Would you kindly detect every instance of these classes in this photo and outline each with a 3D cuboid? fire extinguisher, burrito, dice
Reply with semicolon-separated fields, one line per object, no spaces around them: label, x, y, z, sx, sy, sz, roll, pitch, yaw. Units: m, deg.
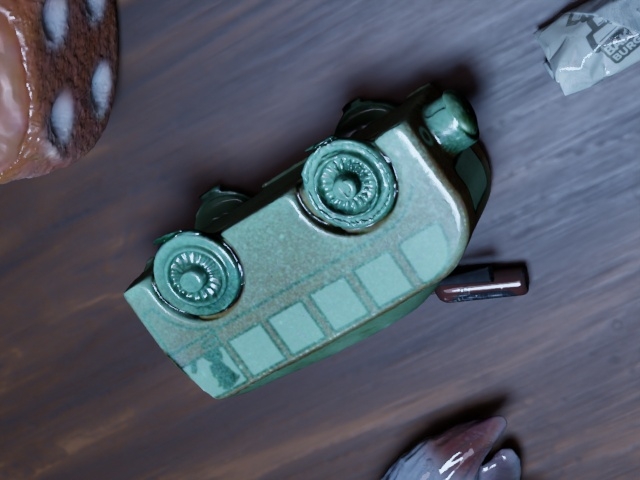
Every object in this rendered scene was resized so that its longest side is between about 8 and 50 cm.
fire extinguisher;0.117;0.036;1.244;0.100;0.046;0.032;-6;97;15
burrito;0.250;-0.169;1.121;0.203;0.064;0.064;-24;104;22
dice;-0.263;-0.153;1.198;0.175;0.179;0.174;6;113;17

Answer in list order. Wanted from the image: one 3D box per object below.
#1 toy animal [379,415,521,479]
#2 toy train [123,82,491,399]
toy animal;0.077;0.250;1.314;0.324;0.090;0.195;-11;108;16
toy train;0.000;0.000;1.216;0.326;0.129;0.159;-31;103;24
